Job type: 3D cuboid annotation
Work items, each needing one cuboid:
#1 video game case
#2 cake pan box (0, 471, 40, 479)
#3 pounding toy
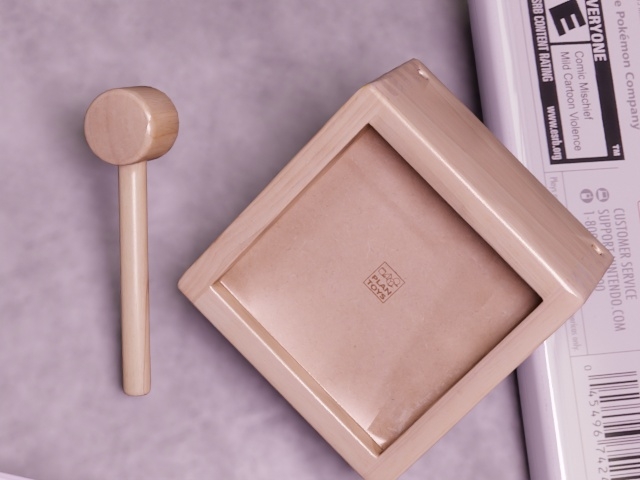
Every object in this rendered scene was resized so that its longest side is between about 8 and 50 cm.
[{"bbox_3d":[0.231,0.015,0.953,0.299,0.036,0.329,-4,80,-17],"label":"video game case"},{"bbox_3d":[-0.132,0.217,0.791,0.266,0.070,0.246,16,66,-8],"label":"cake pan box"},{"bbox_3d":[-0.010,0.002,0.879,0.206,0.094,0.181,46,111,3],"label":"pounding toy"}]
